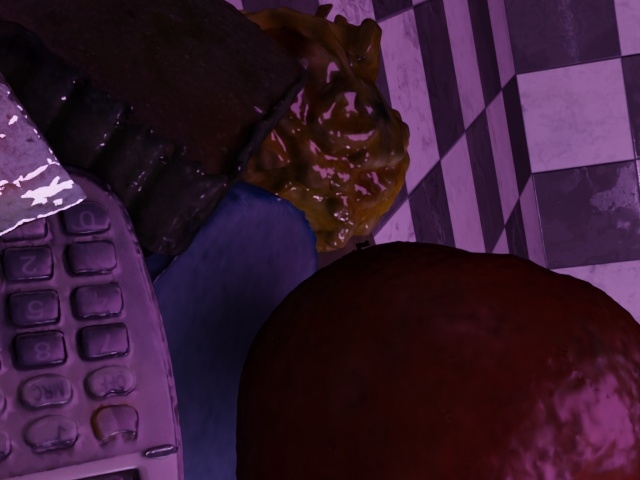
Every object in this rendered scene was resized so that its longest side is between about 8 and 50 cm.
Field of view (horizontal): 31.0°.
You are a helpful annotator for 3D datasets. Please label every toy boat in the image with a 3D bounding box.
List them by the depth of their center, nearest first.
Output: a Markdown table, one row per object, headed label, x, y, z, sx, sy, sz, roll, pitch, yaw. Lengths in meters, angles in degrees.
| label | x | y | z | sx | sy | sz | roll | pitch | yaw |
| --- | --- | --- | --- | --- | --- | --- | --- | --- | --- |
| toy boat | -0.114 | 0.085 | 0.769 | 0.330 | 0.123 | 0.215 | -60 | 142 | -43 |

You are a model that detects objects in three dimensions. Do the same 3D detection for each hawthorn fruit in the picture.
| label | x | y | z | sx | sy | sz | roll | pitch | yaw |
| --- | --- | --- | --- | --- | --- | --- | --- | --- | --- |
| hawthorn fruit | 0.087 | 0.154 | 0.728 | 0.295 | 0.295 | 0.311 | 38 | 47 | -65 |

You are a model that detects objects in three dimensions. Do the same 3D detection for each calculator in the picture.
| label | x | y | z | sx | sy | sz | roll | pitch | yaw |
| --- | --- | --- | --- | --- | --- | --- | --- | --- | --- |
| calculator | -0.156 | 0.080 | 0.573 | 0.177 | 0.040 | 0.268 | -3 | 84 | -32 |

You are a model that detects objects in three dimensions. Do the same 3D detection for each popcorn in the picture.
| label | x | y | z | sx | sy | sz | roll | pitch | yaw |
| --- | --- | --- | --- | --- | --- | --- | --- | --- | --- |
| popcorn | -0.026 | -0.093 | 0.946 | 0.218 | 0.169 | 0.189 | 33 | 41 | -33 |

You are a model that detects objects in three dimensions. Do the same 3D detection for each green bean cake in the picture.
| label | x | y | z | sx | sy | sz | roll | pitch | yaw |
| --- | --- | --- | --- | --- | --- | --- | --- | --- | --- |
| green bean cake | -0.114 | -0.092 | 0.695 | 0.173 | 0.094 | 0.181 | 36 | 33 | -9 |

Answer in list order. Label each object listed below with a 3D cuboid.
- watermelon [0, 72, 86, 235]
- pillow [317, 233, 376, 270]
| label | x | y | z | sx | sy | sz | roll | pitch | yaw |
| --- | --- | --- | --- | --- | --- | --- | --- | --- | --- |
| watermelon | -0.212 | -0.108 | 0.395 | 0.305 | 0.180 | 0.224 | 59 | 41 | -46 |
| pillow | 0.000 | 0.000 | 1.146 | 0.302 | 0.075 | 0.185 | 51 | 31 | -55 |
